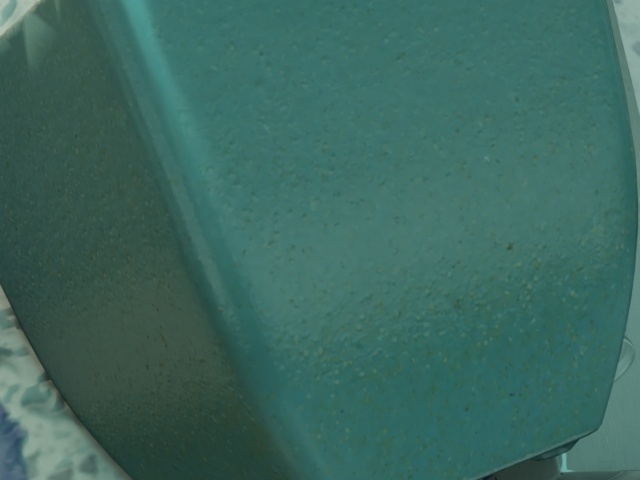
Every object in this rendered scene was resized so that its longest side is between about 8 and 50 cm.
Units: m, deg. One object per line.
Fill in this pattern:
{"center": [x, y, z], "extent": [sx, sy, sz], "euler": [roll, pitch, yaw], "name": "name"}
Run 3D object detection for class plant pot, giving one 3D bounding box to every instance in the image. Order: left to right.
{"center": [0.000, 0.000, 0.887], "extent": [0.248, 0.247, 0.252], "euler": [-18, 87, -29], "name": "plant pot"}

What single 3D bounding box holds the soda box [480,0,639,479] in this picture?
{"center": [0.119, 0.002, 1.015], "extent": [0.098, 0.091, 0.286], "euler": [1, 65, -22], "name": "soda box"}
